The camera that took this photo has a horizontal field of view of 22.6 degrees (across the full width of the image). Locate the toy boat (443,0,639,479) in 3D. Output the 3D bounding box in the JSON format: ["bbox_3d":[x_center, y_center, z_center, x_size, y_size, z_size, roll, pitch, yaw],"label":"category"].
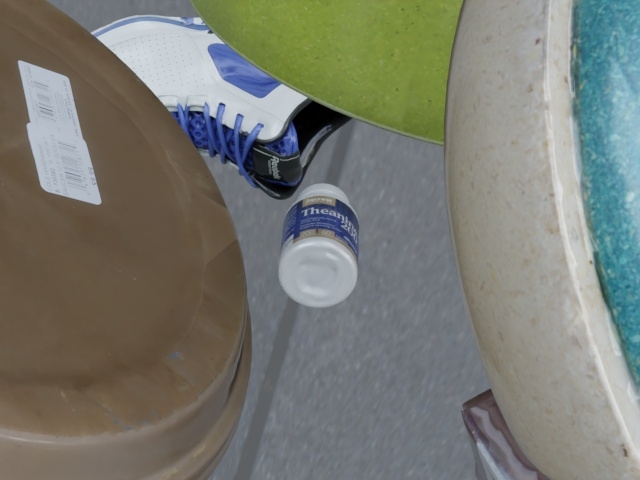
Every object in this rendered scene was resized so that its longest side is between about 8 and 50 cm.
[{"bbox_3d":[0.092,-0.078,0.409,0.318,0.148,0.267,43,51,-32],"label":"toy boat"}]

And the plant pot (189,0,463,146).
[{"bbox_3d":[0.094,-0.239,0.850,0.275,0.293,0.274,14,31,-8],"label":"plant pot"}]

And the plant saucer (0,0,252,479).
[{"bbox_3d":[-0.133,-0.018,0.566,0.278,0.041,0.278,29,34,-22],"label":"plant saucer"}]

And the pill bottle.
[{"bbox_3d":[0.000,0.000,1.370,0.067,0.067,0.120,9,30,-3],"label":"pill bottle"}]

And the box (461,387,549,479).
[{"bbox_3d":[0.189,0.101,0.617,0.203,0.168,0.167,-33,62,-4],"label":"box"}]

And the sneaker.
[{"bbox_3d":[-0.101,-0.127,1.557,0.316,0.127,0.182,-14,50,-11],"label":"sneaker"}]
